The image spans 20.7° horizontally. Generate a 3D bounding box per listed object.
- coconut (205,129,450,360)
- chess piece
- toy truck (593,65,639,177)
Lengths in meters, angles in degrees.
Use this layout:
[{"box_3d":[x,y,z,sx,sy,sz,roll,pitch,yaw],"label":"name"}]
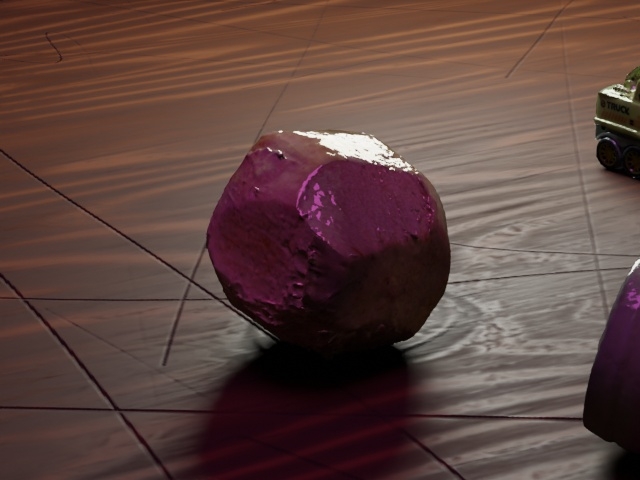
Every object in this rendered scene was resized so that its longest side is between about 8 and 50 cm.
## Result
[{"box_3d":[0.003,-0.001,1.383,0.194,0.194,0.194,-3,22,1],"label":"coconut"},{"box_3d":[0.323,0.108,1.171,0.271,0.139,0.139,18,28,18],"label":"chess piece"},{"box_3d":[0.351,-0.118,1.704,0.085,0.116,0.191,-19,26,-32],"label":"toy truck"}]
